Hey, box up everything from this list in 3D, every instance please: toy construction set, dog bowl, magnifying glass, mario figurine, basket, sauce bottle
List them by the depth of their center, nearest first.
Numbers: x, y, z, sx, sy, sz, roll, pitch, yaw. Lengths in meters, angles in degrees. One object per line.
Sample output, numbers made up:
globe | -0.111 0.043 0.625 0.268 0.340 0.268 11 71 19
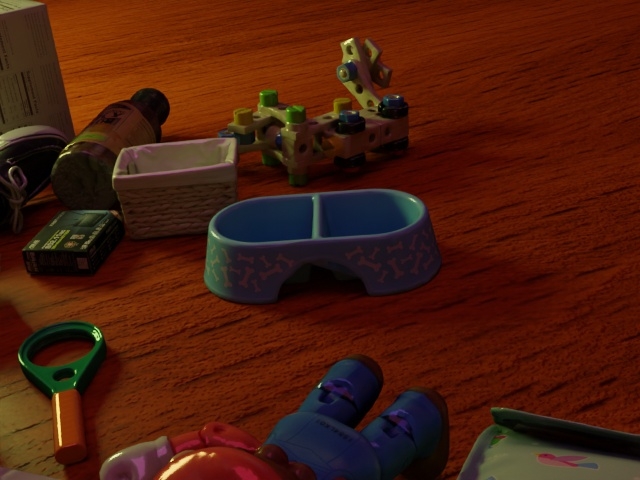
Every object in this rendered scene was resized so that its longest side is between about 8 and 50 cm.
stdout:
mario figurine | -0.030 0.201 0.655 0.198 0.170 0.320 -14 4 33
magnifying glass | -0.261 0.149 0.912 0.092 0.026 0.231 -12 26 -13
dog bowl | 0.000 0.000 1.096 0.297 0.074 0.166 -3 27 2
basket | -0.192 -0.072 1.235 0.167 0.103 0.113 -7 28 -1
toy construction set | 0.013 -0.195 1.409 0.215 0.151 0.328 21 48 41
sauce bottle | -0.319 -0.156 1.416 0.111 0.111 0.344 -2 26 7

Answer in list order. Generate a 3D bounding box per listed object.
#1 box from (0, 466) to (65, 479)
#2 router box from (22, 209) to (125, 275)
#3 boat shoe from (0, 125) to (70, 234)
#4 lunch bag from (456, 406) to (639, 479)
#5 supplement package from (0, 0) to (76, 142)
box | -0.248 0.288 0.599 0.232 0.058 0.322 5 30 19
router box | -0.326 0.001 1.187 0.092 0.038 0.122 0 28 11
boat shoe | -0.467 -0.065 1.263 0.105 0.113 0.306 24 41 33
lunch bag | 0.200 0.205 0.582 0.223 0.160 0.262 4 17 24
supplement package | -0.537 -0.264 1.491 0.145 0.262 0.204 -25 33 -34
